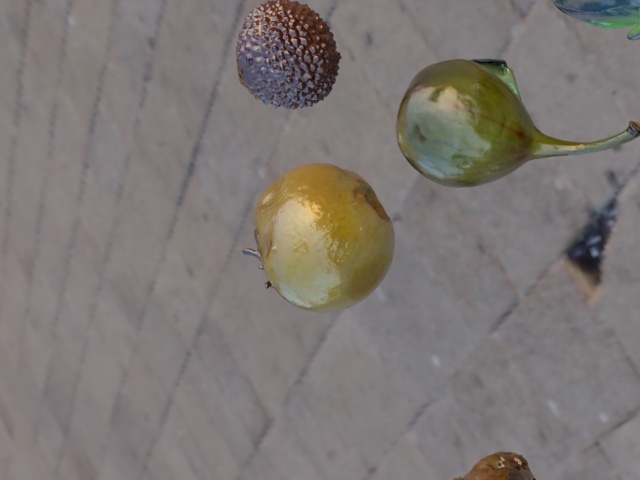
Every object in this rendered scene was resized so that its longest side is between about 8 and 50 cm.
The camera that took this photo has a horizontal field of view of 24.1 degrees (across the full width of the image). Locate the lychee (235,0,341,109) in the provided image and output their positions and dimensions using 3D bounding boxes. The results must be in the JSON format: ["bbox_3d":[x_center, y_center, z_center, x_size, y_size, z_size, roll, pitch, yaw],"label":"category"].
[{"bbox_3d":[-0.037,-0.209,1.708,0.129,0.123,0.123,42,153,4],"label":"lychee"}]

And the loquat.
[{"bbox_3d":[0.002,0.005,2.074,0.213,0.213,0.213,45,150,36],"label":"loquat"}]

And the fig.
[{"bbox_3d":[0.190,-0.107,1.437,0.236,0.124,0.124,7,132,10],"label":"fig"}]

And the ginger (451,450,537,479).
[{"bbox_3d":[0.235,0.414,1.992,0.165,0.172,0.321,-33,43,38],"label":"ginger"}]

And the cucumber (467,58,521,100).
[{"bbox_3d":[0.210,-0.200,2.203,0.086,0.193,0.115,-32,81,58],"label":"cucumber"}]

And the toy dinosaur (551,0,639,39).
[{"bbox_3d":[0.233,-0.219,1.425,0.500,0.374,0.144,-17,115,40],"label":"toy dinosaur"}]
